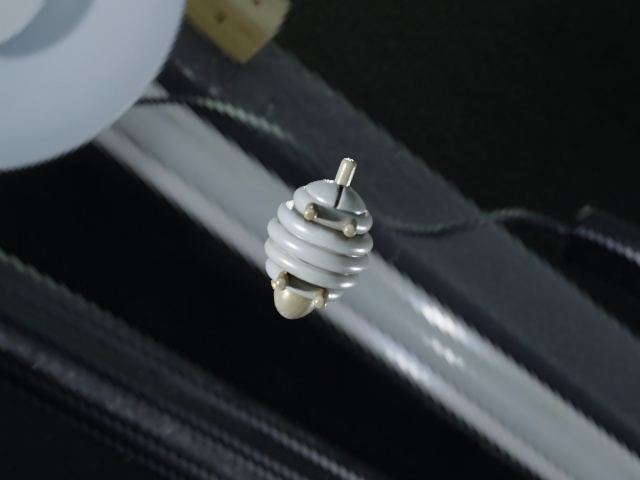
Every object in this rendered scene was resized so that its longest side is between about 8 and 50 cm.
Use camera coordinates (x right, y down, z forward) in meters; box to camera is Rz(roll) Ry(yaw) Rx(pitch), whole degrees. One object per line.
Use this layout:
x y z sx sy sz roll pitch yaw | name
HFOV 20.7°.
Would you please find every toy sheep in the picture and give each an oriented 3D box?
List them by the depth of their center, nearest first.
0.000 0.000 1.331 0.091 0.132 0.091 25 -167 -6 | toy sheep
